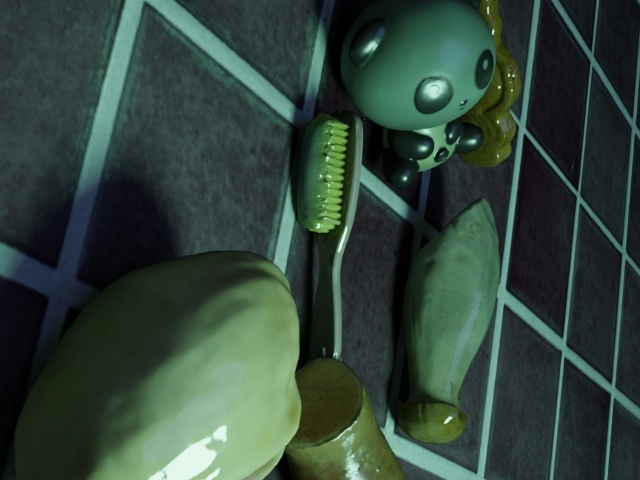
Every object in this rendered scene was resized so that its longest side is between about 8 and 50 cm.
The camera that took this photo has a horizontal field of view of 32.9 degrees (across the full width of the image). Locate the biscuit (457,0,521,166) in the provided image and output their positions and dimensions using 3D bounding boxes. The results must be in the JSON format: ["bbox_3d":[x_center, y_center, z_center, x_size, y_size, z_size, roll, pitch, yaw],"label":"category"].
[{"bbox_3d":[0.187,-0.236,1.450,0.044,0.186,0.295,-30,110,-30],"label":"biscuit"}]

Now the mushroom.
[{"bbox_3d":[0.172,0.098,1.458,0.128,0.128,0.350,33,64,-52],"label":"mushroom"}]

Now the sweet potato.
[{"bbox_3d":[0.045,0.297,1.244,0.131,0.131,0.336,-55,131,-44],"label":"sweet potato"}]

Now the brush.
[{"bbox_3d":[-0.002,0.000,1.254,0.067,0.072,0.312,7,85,-35],"label":"brush"}]

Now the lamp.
[{"bbox_3d":[0.123,-0.198,1.354,0.197,0.198,0.244,-57,149,-42],"label":"lamp"}]

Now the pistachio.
[{"bbox_3d":[-0.132,0.132,0.925,0.318,0.214,0.193,-43,166,-42],"label":"pistachio"}]
